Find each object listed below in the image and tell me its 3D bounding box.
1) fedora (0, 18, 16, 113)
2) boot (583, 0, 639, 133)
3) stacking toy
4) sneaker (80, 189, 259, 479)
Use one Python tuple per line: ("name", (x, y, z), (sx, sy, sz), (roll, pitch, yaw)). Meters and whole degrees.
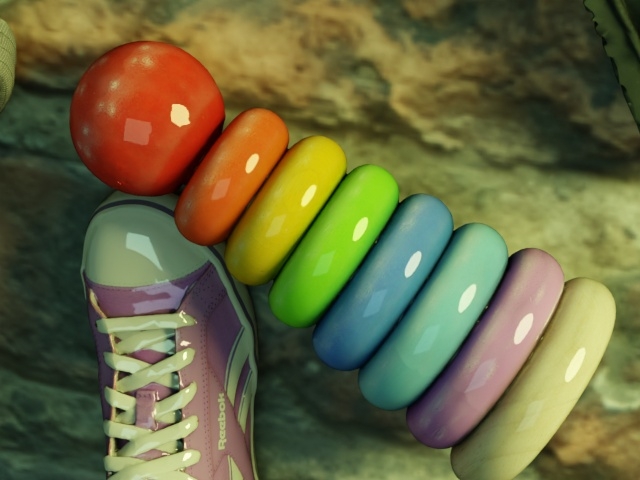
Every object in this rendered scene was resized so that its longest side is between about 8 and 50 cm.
("fedora", (-0.310, -0.091, 0.911), (0.275, 0.243, 0.124), (-30, 77, 23))
("boot", (0.240, -0.152, 0.833), (0.207, 0.094, 0.246), (-18, 118, 21))
("stacking toy", (0.000, 0.000, 0.939), (0.330, 0.141, 0.141), (34, 116, 0))
("sneaker", (-0.094, 0.118, 0.982), (0.102, 0.161, 0.282), (-6, 112, 14))
